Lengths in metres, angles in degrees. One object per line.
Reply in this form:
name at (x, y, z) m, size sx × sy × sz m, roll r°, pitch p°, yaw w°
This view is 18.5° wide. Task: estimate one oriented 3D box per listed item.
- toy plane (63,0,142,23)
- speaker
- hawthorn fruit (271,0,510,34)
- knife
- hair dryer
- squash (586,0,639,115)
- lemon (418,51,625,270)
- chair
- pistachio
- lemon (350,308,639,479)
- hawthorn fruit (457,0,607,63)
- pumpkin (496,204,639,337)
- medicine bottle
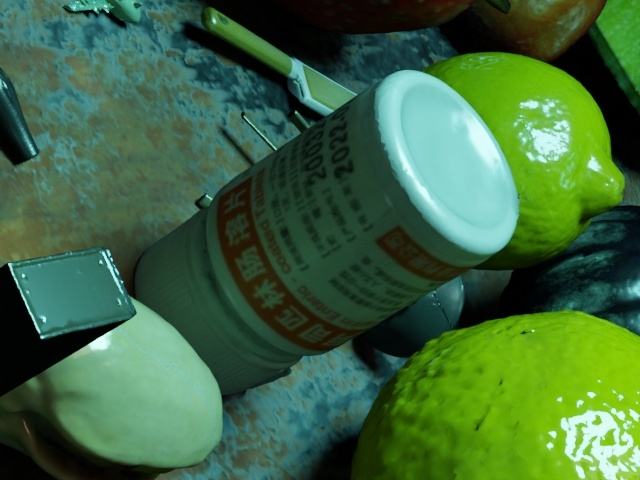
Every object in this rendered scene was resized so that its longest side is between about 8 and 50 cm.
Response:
toy plane at (-0.163, -0.195, 1.492) m, size 0.083 × 0.033 × 0.080 m, roll 43°, pitch 46°, yaw -24°
speaker at (-0.201, 0.071, 1.034) m, size 0.082 × 0.218 × 0.044 m, roll -11°, pitch 74°, yaw -58°
hawthorn fruit at (0.052, -0.303, 1.654) m, size 0.369 × 0.285 × 0.284 m, roll 42°, pitch 35°, yaw -31°
knife at (-0.015, -0.130, 1.654) m, size 0.256 × 0.022 × 0.046 m, roll 27°, pitch 36°, yaw -47°
hair dryer at (-0.231, -0.077, 1.313) m, size 0.083 × 0.031 × 0.079 m, roll -38°, pitch 105°, yaw -45°
squash at (0.438, -0.285, 2.095) m, size 0.310 × 0.309 × 0.310 m, roll 52°, pitch 18°, yaw -24°
lemon at (0.130, -0.066, 1.613) m, size 0.184 × 0.248 × 0.184 m, roll -18°, pitch 113°, yaw -53°
chair at (0.015, -0.009, 1.533) m, size 0.221 × 0.104 × 0.095 m, roll 44°, pitch 17°, yaw -18°
pistachio at (-0.140, 0.080, 1.209) m, size 0.200 × 0.117 × 0.145 m, roll 24°, pitch 40°, yaw -44°
lemon at (0.152, 0.187, 1.387) m, size 0.268 × 0.268 × 0.322 m, roll 47°, pitch 30°, yaw -19°
hawthorn fruit at (0.212, -0.264, 1.930) m, size 0.169 × 0.188 × 0.169 m, roll 49°, pitch 10°, yaw -12°
pumpkin at (0.297, 0.094, 1.662) m, size 0.296 × 0.296 × 0.295 m, roll 35°, pitch 39°, yaw -34°
medicine bottle at (0.000, 0.000, 1.347) m, size 0.144 × 0.252 × 0.144 m, roll 31°, pitch 44°, yaw -35°
